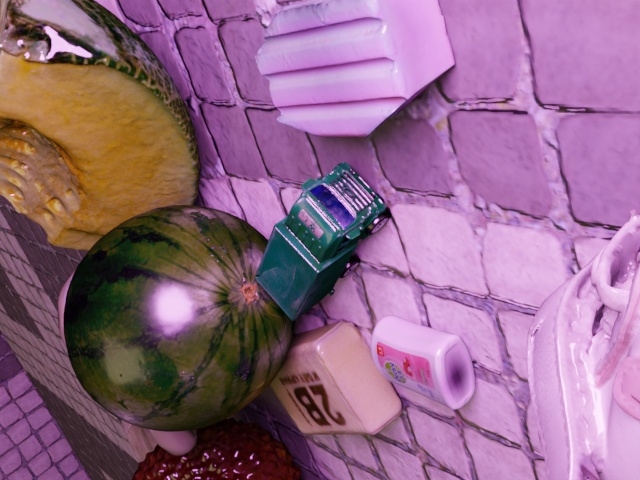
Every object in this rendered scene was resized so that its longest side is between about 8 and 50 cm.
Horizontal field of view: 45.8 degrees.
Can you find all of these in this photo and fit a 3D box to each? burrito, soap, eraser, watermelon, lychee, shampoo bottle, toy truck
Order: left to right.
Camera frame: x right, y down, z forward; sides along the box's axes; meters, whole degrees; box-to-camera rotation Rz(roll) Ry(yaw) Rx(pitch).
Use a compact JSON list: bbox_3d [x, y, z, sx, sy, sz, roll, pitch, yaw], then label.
[{"bbox_3d":[-0.293,0.361,1.437,0.299,0.105,0.143,-24,90,61],"label":"burrito"},{"bbox_3d":[-0.146,0.079,0.795,0.242,0.242,0.242,36,145,30],"label":"watermelon"},{"bbox_3d":[-0.150,0.392,1.099,0.276,0.276,0.304,39,172,26],"label":"lychee"},{"bbox_3d":[0.000,0.000,0.670,0.065,0.079,0.147,47,148,13],"label":"toy truck"},{"bbox_3d":[0.005,0.159,0.845,0.117,0.058,0.172,57,151,-3],"label":"eraser"},{"bbox_3d":[0.019,-0.126,0.535,0.149,0.056,0.100,8,124,51],"label":"soap"},{"bbox_3d":[0.087,0.107,0.687,0.099,0.043,0.072,14,131,49],"label":"shampoo bottle"}]

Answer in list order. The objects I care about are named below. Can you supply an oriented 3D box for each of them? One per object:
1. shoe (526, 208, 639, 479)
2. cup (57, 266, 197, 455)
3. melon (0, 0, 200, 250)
[{"bbox_3d":[0.191,0.067,0.372,0.198,0.172,0.351,23,136,47],"label":"shoe"},{"bbox_3d":[-0.243,0.151,0.992,0.173,0.255,0.202,-4,143,8],"label":"cup"},{"bbox_3d":[-0.260,-0.130,0.785,0.331,0.226,0.343,52,139,-1],"label":"melon"}]
